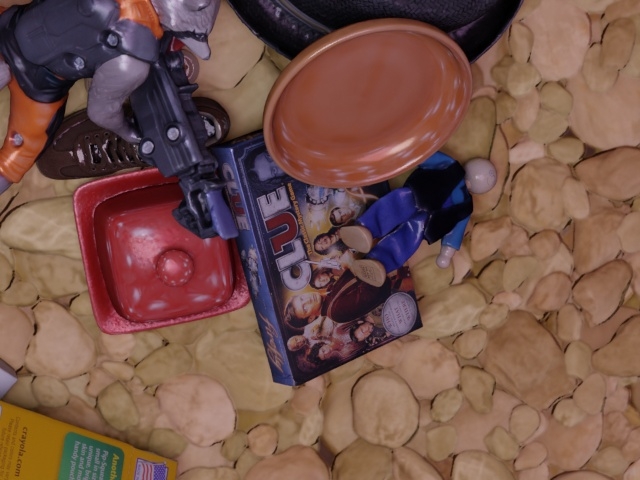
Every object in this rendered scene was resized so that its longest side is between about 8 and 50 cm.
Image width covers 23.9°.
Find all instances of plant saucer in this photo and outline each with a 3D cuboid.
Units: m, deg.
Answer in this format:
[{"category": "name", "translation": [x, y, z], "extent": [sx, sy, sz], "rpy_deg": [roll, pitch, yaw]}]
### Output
[{"category": "plant saucer", "translation": [0.041, -0.129, 1.386], "extent": [0.200, 0.037, 0.200], "rpy_deg": [-12, 140, -11]}]

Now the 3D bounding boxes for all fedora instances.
[{"category": "fedora", "translation": [0.062, -0.289, 1.400], "extent": [0.334, 0.152, 0.334], "rpy_deg": [-2, 102, -12]}]

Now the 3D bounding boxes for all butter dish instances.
[{"category": "butter dish", "translation": [-0.144, 0.015, 1.441], "extent": [0.160, 0.118, 0.160], "rpy_deg": [-11, 105, -10]}]

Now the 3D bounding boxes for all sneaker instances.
[{"category": "sneaker", "translation": [-0.178, -0.099, 1.433], "extent": [0.188, 0.071, 0.066], "rpy_deg": [-16, 104, -9]}]

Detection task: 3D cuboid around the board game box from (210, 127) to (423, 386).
[{"category": "board game box", "translation": [0.000, 0.000, 1.477], "extent": [0.165, 0.042, 0.243], "rpy_deg": [-23, 107, -29]}]

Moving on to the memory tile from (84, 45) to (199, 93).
[{"category": "memory tile", "translation": [-0.178, -0.211, 1.440], "extent": [0.113, 0.012, 0.148], "rpy_deg": [-11, 104, -9]}]

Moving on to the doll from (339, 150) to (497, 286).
[{"category": "doll", "translation": [0.105, -0.026, 1.493], "extent": [0.189, 0.046, 0.129], "rpy_deg": [-36, 115, -31]}]

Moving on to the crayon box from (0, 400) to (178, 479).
[{"category": "crayon box", "translation": [-0.298, 0.262, 1.400], "extent": [0.323, 0.083, 0.203], "rpy_deg": [24, 57, -31]}]

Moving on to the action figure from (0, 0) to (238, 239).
[{"category": "action figure", "translation": [-0.214, -0.126, 1.329], "extent": [0.330, 0.178, 0.341], "rpy_deg": [-31, 83, 17]}]

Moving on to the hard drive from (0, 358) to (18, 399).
[{"category": "hard drive", "translation": [-0.465, 0.188, 1.434], "extent": [0.203, 0.040, 0.307], "rpy_deg": [41, 92, -28]}]
